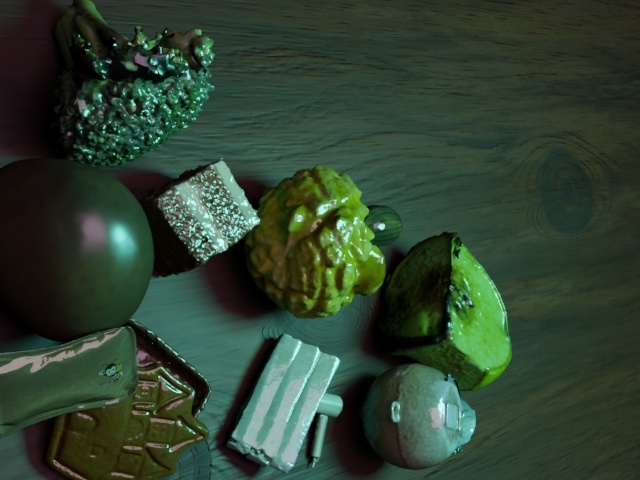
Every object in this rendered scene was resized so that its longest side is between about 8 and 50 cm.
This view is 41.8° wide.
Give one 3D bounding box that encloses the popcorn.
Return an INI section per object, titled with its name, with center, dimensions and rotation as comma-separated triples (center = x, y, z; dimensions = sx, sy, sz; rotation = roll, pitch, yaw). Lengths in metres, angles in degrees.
[popcorn]
center = 0.000, 0.000, 1.370
dimensions = 0.237, 0.206, 0.251
rotation = 58, 30, 6

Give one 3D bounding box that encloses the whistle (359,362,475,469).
[whistle]
center = 0.183, 0.321, 1.505
dimensions = 0.348, 0.189, 0.189
rotation = 29, 60, -57

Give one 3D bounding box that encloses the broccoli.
[broccoli]
center = -0.285, -0.246, 1.174
dimensions = 0.263, 0.247, 0.243
rotation = -37, 70, -3

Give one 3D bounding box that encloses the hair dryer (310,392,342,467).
[hair dryer]
center = -0.006, 0.316, 1.401
dimensions = 0.063, 0.038, 0.124
rotation = 21, 74, -34

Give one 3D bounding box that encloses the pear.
[pear]
center = 0.250, 0.148, 1.583
dimensions = 0.255, 0.164, 0.238
rotation = 37, 48, -35

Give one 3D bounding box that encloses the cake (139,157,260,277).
[cake]
center = -0.193, -0.037, 1.245
dimensions = 0.147, 0.135, 0.134
rotation = -46, 111, -33

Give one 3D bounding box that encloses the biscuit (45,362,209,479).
[biscuit]
center = -0.251, 0.251, 1.137
dimensions = 0.215, 0.034, 0.182
rotation = 12, 95, -25

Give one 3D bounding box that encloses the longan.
[longan]
center = -0.327, 0.015, 1.070
dimensions = 0.215, 0.246, 0.246
rotation = -20, 93, -55

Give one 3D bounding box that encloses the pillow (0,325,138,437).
[pillow]
center = -0.332, 0.176, 1.039
dimensions = 0.217, 0.033, 0.130
rotation = -12, 122, -28

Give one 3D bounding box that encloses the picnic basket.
[picnic basket]
center = -0.251, 0.195, 1.193
dimensions = 0.193, 0.055, 0.110
rotation = 46, 60, -22

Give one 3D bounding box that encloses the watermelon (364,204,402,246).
[watermelon]
center = 0.105, -0.027, 1.545
dimensions = 0.111, 0.078, 0.078
rotation = -3, 82, -41

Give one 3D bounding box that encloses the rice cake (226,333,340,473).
[rice cake]
center = -0.059, 0.258, 1.339
dimensions = 0.124, 0.038, 0.211
rotation = 27, 61, -10
